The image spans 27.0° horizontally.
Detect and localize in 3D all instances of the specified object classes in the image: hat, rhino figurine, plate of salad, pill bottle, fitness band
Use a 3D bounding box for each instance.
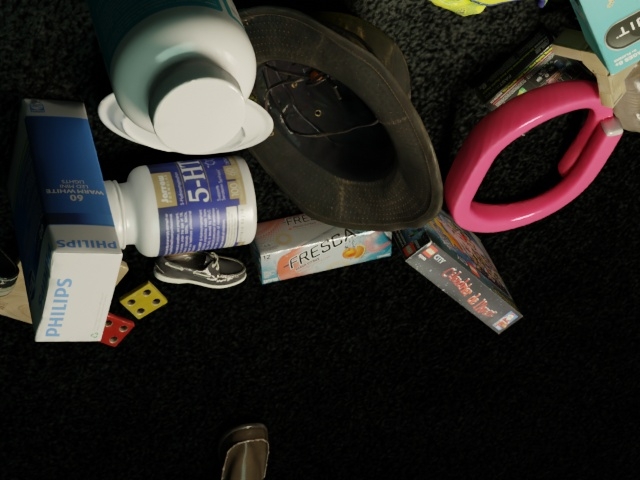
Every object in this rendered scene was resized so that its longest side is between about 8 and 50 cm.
[{"bbox_3d":[0.027,-0.164,1.536,0.134,0.331,0.331,-53,148,-32],"label":"hat"},{"bbox_3d":[0.395,-0.233,1.694,0.106,0.073,0.243,-33,127,5],"label":"rhino figurine"},{"bbox_3d":[-0.153,-0.146,1.522,0.199,0.048,0.200,3,161,1],"label":"plate of salad"},{"bbox_3d":[-0.151,-0.205,1.355,0.146,0.264,0.146,-11,135,-12],"label":"pill bottle"},{"bbox_3d":[0.273,-0.102,1.741,0.209,0.054,0.291,-12,152,-18],"label":"fitness band"},{"bbox_3d":[-0.179,-0.039,1.616,0.186,0.112,0.112,-8,135,-16],"label":"pill bottle"}]

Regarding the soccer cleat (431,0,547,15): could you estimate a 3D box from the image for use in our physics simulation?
[{"bbox_3d":[0.147,-0.298,1.514,0.289,0.093,0.121,-6,136,-18],"label":"soccer cleat"}]

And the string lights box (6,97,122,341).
[{"bbox_3d":[-0.289,-0.026,1.476,0.076,0.260,0.133,1,132,-23],"label":"string lights box"}]

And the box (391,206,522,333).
[{"bbox_3d":[0.166,0.012,1.775,0.044,0.159,0.233,-38,134,16],"label":"box"}]

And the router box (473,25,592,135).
[{"bbox_3d":[0.270,-0.202,1.697,0.122,0.038,0.092,-42,135,19],"label":"router box"}]

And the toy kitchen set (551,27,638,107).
[{"bbox_3d":[0.339,-0.221,1.633,0.068,0.075,0.083,-48,138,-25],"label":"toy kitchen set"}]

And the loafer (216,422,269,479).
[{"bbox_3d":[-0.116,0.366,2.062,0.080,0.078,0.220,-6,134,-17],"label":"loafer"}]

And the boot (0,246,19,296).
[{"bbox_3d":[-0.398,-0.065,1.460,0.236,0.085,0.179,39,111,-1],"label":"boot"}]

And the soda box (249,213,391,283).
[{"bbox_3d":[0.000,0.000,1.764,0.183,0.063,0.058,-13,136,-10],"label":"soda box"}]

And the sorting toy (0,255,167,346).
[{"bbox_3d":[-0.328,0.049,1.688,0.274,0.046,0.132,22,121,-36],"label":"sorting toy"}]

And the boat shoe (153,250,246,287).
[{"bbox_3d":[-0.155,0.032,1.747,0.125,0.046,0.038,6,135,-16],"label":"boat shoe"}]

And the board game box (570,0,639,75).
[{"bbox_3d":[0.363,-0.367,1.430,0.253,0.079,0.336,-30,135,8],"label":"board game box"}]
